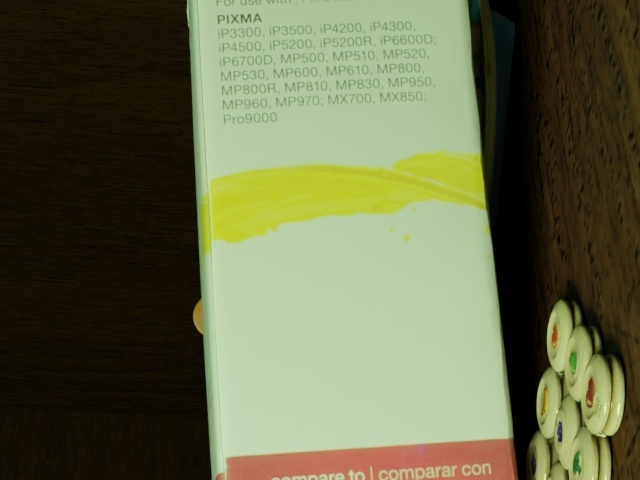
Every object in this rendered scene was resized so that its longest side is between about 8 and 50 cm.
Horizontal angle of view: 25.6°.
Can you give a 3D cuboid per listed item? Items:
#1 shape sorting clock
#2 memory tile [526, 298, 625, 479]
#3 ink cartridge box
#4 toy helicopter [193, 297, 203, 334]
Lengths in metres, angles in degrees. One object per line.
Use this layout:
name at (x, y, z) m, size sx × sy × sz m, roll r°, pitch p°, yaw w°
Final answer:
shape sorting clock at (0.093, -0.085, 0.964) m, size 0.206 × 0.040 × 0.206 m, roll -176°, pitch 90°, yaw -85°
memory tile at (0.119, 0.110, 0.687) m, size 0.113 × 0.012 × 0.148 m, roll -101°, pitch 16°, yaw -72°
ink cartridge box at (0.008, 0.037, 0.854) m, size 0.279 × 0.160 × 0.385 m, roll 105°, pitch 161°, yaw -76°
toy helicopter at (0.000, 0.000, 1.272) m, size 0.355 × 0.140 × 0.235 m, roll -71°, pitch -21°, yaw -4°
